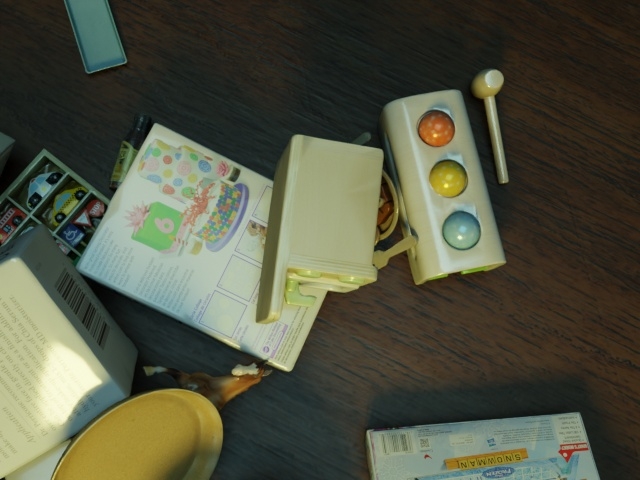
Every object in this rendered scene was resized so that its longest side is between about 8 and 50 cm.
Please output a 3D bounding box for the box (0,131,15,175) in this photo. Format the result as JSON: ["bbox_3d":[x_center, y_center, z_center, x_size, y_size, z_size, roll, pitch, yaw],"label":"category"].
[{"bbox_3d":[-0.607,-0.140,0.991,0.311,0.121,0.148,28,113,-15],"label":"box"}]

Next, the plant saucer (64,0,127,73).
[{"bbox_3d":[-0.370,-0.361,1.171,0.067,0.018,0.191,-18,80,-7],"label":"plant saucer"}]

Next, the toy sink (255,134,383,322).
[{"bbox_3d":[0.000,0.000,0.960,0.131,0.153,0.234,9,79,-10],"label":"toy sink"}]

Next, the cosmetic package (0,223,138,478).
[{"bbox_3d":[-0.488,0.200,0.909,0.453,0.161,0.230,-30,108,-1],"label":"cosmetic package"}]

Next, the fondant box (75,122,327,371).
[{"bbox_3d":[-0.146,0.014,1.057,0.331,0.096,0.238,27,78,-7],"label":"fondant box"}]

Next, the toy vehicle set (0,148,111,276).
[{"bbox_3d":[-0.435,0.016,1.082,0.166,0.035,0.266,37,79,3],"label":"toy vehicle set"}]

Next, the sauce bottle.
[{"bbox_3d":[-0.292,-0.134,1.121,0.042,0.042,0.128,13,76,-2],"label":"sauce bottle"}]

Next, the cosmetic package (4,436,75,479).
[{"bbox_3d":[-0.329,0.388,0.972,0.107,0.127,0.237,-23,80,-9],"label":"cosmetic package"}]

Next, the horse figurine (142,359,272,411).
[{"bbox_3d":[-0.200,0.254,0.995,0.066,0.175,0.263,46,115,37],"label":"horse figurine"}]

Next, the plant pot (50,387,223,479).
[{"bbox_3d":[-0.229,0.281,0.900,0.032,0.236,0.236,30,75,41],"label":"plant pot"}]

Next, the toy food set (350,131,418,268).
[{"bbox_3d":[0.065,-0.056,1.091,0.039,0.132,0.192,-18,79,-37],"label":"toy food set"}]

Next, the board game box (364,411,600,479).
[{"bbox_3d":[0.237,0.406,0.983,0.319,0.065,0.317,-3,56,-4],"label":"board game box"}]

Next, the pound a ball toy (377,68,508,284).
[{"bbox_3d":[0.217,-0.112,1.105,0.208,0.136,0.318,-10,80,-6],"label":"pound a ball toy"}]
